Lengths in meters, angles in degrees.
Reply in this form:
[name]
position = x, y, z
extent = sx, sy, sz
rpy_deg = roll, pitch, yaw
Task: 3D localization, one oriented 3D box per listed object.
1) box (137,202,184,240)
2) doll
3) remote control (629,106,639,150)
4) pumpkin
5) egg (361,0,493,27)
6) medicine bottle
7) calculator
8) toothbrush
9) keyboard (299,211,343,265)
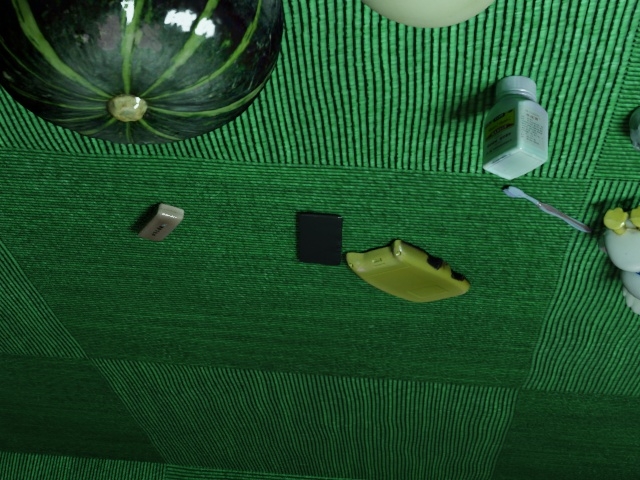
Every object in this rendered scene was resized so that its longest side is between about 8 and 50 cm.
[box]
position = -0.269, -0.028, 1.904
extent = 0.048, 0.025, 0.115
rpy_deg = 19, 153, -22
[doll]
position = 0.512, 0.032, 1.771
extent = 0.138, 0.119, 0.293
rpy_deg = 0, 150, 30
[remote control]
position = 0.508, -0.155, 1.431
extent = 0.247, 0.052, 0.104
rpy_deg = -14, 148, 42
[pumpkin]
position = -0.197, -0.235, 1.186
extent = 0.323, 0.241, 0.323
rpy_deg = 6, 157, 3
[egg]
position = 0.090, -0.304, 1.041
extent = 0.186, 0.186, 0.241
rpy_deg = -9, 145, 28
[medicine bottle]
position = 0.246, -0.145, 1.428
extent = 0.055, 0.118, 0.074
rpy_deg = 20, 153, -26
[calculator]
position = 0.161, 0.064, 2.000
extent = 0.157, 0.033, 0.236
rpy_deg = -17, 149, 38
[toothbrush]
position = 0.353, -0.046, 1.742
extent = 0.193, 0.013, 0.019
rpy_deg = 22, 157, -31
[keyboard]
position = 0.000, -0.002, 1.917
extent = 0.074, 0.015, 0.196
rpy_deg = 8, 155, 4
